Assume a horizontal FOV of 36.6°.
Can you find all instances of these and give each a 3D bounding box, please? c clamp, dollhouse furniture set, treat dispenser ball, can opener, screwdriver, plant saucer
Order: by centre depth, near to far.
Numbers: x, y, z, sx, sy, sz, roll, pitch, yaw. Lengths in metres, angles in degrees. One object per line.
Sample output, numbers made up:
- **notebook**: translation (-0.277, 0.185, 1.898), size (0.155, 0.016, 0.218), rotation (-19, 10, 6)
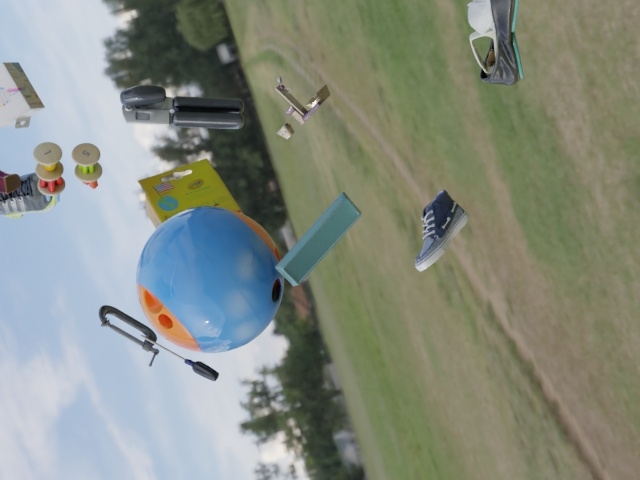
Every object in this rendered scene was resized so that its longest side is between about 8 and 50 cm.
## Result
- **dollhouse furniture set**: translation (-0.044, -0.241, 1.631), size (0.081, 0.091, 0.114), rotation (44, -152, -5)
- **plant saucer**: translation (0.000, 0.000, 1.806), size (0.067, 0.192, 0.018), rotation (47, 173, -38)
- **screwdriver**: translation (-0.267, 0.220, 1.811), size (0.024, 0.170, 0.025), rotation (101, -166, -60)
- **treat dispenser ball**: translation (-0.215, 0.077, 1.889), size (0.288, 0.288, 0.288), rotation (161, 90, -89)
- **c clamp**: translation (-0.402, 0.191, 2.035), size (0.161, 0.022, 0.137), rotation (33, -163, -4)
- **can opener**: translation (-0.316, -0.305, 2.219), size (0.095, 0.283, 0.076), rotation (114, 156, -70)

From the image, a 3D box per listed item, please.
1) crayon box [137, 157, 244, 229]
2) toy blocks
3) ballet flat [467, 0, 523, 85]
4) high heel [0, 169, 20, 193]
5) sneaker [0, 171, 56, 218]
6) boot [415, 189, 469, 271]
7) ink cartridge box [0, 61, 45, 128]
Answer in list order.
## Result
- **crayon box**: translation (-0.304, -0.052, 2.421), size (0.318, 0.202, 0.081), rotation (56, 154, 32)
- **toy blocks**: translation (-0.475, -0.121, 1.835), size (0.148, 0.123, 0.054), rotation (106, 162, -57)
- **ballet flat**: translation (0.321, -0.391, 1.777), size (0.280, 0.096, 0.095), rotation (75, -167, -47)
- **high heel**: translation (-0.754, -0.110, 2.032), size (0.244, 0.117, 0.082), rotation (-40, -47, -56)
- **sneaker**: translation (-0.778, -0.117, 2.481), size (0.121, 0.300, 0.111), rotation (1, -104, -48)
- **boot**: translation (0.235, -0.022, 2.043), size (0.086, 0.190, 0.069), rotation (47, 143, -8)
- **ink cartridge box**: translation (-0.724, -0.335, 2.274), size (0.143, 0.090, 0.092), rotation (59, -169, -6)
